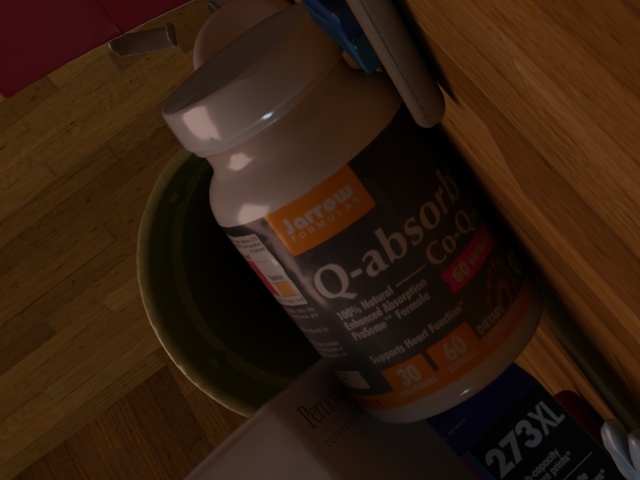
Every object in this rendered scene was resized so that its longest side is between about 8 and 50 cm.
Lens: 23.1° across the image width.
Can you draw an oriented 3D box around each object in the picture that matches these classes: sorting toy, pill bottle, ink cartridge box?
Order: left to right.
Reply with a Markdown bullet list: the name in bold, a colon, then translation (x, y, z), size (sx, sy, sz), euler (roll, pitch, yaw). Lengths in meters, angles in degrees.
- **sorting toy**: translation (-0.043, -0.202, 0.822), size (0.229, 0.041, 0.307), euler (54, -179, 35)
- **pill bottle**: translation (-0.038, -0.144, 1.543), size (0.117, 0.117, 0.215), euler (54, -179, 28)
- **pill bottle**: translation (0.022, -0.019, 1.106), size (0.278, 0.162, 0.162), euler (53, -179, -18)
- **ink cartridge box**: translation (0.187, 0.248, 1.305), size (0.371, 0.176, 0.069), euler (46, 177, 8)

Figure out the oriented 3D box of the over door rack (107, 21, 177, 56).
- **over door rack**: translation (-0.243, -0.284, 1.300), size (0.324, 0.108, 0.240), euler (3, -101, -69)

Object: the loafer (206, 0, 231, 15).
- **loafer**: translation (-0.048, -0.164, 1.729), size (0.319, 0.111, 0.112), euler (54, 180, 31)

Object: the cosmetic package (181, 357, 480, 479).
- **cosmetic package**: translation (0.092, 0.308, 1.160), size (0.453, 0.161, 0.230), euler (47, -163, 4)

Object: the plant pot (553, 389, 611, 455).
- **plant pot**: translation (0.245, 0.348, 1.465), size (0.267, 0.267, 0.236), euler (53, 176, -18)

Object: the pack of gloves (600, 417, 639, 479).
- **pack of gloves**: translation (0.253, 0.179, 0.828), size (0.232, 0.046, 0.195), euler (49, 171, -32)

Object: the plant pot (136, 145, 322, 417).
- **plant pot**: translation (0.000, 0.000, 1.390), size (0.276, 0.276, 0.254), euler (53, -169, -4)

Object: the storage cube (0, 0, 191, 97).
- **storage cube**: translation (-0.181, -0.240, 0.970), size (0.193, 0.183, 0.215), euler (52, -165, -47)
